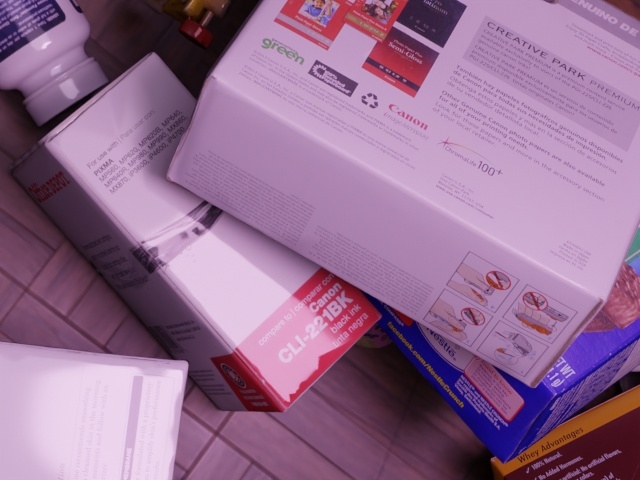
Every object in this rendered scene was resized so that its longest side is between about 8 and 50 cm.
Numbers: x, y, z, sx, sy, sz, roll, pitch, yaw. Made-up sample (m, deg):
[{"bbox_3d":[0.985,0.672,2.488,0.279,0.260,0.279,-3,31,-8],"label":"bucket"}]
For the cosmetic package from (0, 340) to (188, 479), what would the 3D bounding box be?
[{"bbox_3d":[-0.238,0.145,1.392,0.224,0.224,0.138,9,83,-15],"label":"cosmetic package"}]

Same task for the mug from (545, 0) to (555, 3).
[{"bbox_3d":[0.154,-0.366,1.542,0.328,0.276,0.374,-23,62,-13],"label":"mug"}]

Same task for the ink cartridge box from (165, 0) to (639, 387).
[{"bbox_3d":[0.091,-0.091,1.355,0.309,0.130,0.272,30,51,1],"label":"ink cartridge box"}]

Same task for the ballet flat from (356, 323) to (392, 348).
[{"bbox_3d":[0.000,0.000,1.546,0.077,0.079,0.221,-36,96,-14],"label":"ballet flat"}]

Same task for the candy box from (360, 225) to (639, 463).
[{"bbox_3d":[0.184,-0.018,1.496,0.317,0.122,0.268,-32,72,-34],"label":"candy box"}]

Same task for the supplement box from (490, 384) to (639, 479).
[{"bbox_3d":[0.273,0.241,1.511,0.191,0.194,0.129,-25,137,-10],"label":"supplement box"}]

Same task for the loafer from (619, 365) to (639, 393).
[{"bbox_3d":[0.295,0.095,1.615,0.319,0.112,0.111,10,92,-10],"label":"loafer"}]

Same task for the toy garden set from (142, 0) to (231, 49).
[{"bbox_3d":[-0.085,-0.257,1.453,0.049,0.244,0.204,36,84,-28],"label":"toy garden set"}]

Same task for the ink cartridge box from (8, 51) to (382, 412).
[{"bbox_3d":[-0.105,0.000,1.455,0.114,0.197,0.273,-44,98,-16],"label":"ink cartridge box"}]

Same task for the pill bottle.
[{"bbox_3d":[-0.245,-0.180,1.481,0.094,0.094,0.169,-34,95,-15],"label":"pill bottle"}]
